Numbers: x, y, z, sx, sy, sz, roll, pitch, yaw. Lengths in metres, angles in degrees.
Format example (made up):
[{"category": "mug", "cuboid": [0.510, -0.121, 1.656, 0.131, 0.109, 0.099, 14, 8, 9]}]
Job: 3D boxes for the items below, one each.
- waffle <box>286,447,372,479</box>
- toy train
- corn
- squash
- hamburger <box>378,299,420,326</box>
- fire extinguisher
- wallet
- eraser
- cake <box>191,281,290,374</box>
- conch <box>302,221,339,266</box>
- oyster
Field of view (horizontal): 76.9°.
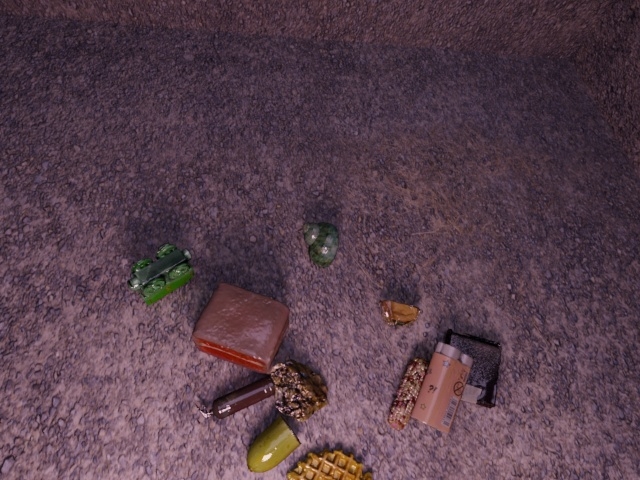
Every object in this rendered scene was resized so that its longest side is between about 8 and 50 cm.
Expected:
[{"category": "waffle", "cuboid": [0.038, 0.832, 1.315, 0.309, 0.065, 0.283, -12, 64, -15]}, {"category": "toy train", "cuboid": [-0.593, 0.127, 1.515, 0.243, 0.188, 0.132, -34, 73, -24]}, {"category": "corn", "cuboid": [0.332, 0.566, 1.501, 0.092, 0.092, 0.281, 30, 61, 7]}, {"category": "squash", "cuboid": [-0.162, 0.687, 1.330, 0.186, 0.123, 0.123, -37, 74, -22]}, {"category": "hamburger", "cuboid": [0.316, 0.310, 1.650, 0.176, 0.087, 0.102, 15, 72, -11]}, {"category": "fire extinguisher", "cuboid": [-0.291, 0.548, 1.403, 0.267, 0.072, 0.089, -19, 87, -20]}, {"category": "wallet", "cuboid": [0.597, 0.504, 1.602, 0.220, 0.071, 0.262, 17, 67, -2]}, {"category": "eraser", "cuboid": [0.460, 0.546, 1.490, 0.171, 0.087, 0.291, 33, 72, -21]}, {"category": "cake", "cuboid": [-0.281, 0.317, 1.446, 0.308, 0.237, 0.230, 17, 56, 2]}, {"category": "conch", "cuboid": [0.002, 0.001, 1.738, 0.188, 0.122, 0.176, 42, 87, 17]}, {"category": "oyster", "cuboid": [-0.065, 0.523, 1.433, 0.222, 0.083, 0.214, -7, 72, -40]}]
